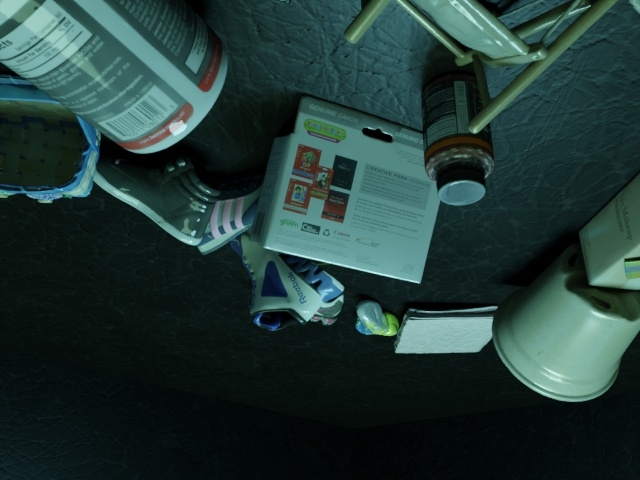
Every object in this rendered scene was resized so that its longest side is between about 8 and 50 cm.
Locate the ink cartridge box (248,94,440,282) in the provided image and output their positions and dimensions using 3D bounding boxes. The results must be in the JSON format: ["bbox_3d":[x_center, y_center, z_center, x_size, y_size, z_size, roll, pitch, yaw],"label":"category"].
[{"bbox_3d":[0.057,-0.089,1.049,0.310,0.271,0.130,14,-179,-19],"label":"ink cartridge box"}]

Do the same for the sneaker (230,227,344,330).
[{"bbox_3d":[-0.119,0.096,1.286,0.316,0.182,0.127,30,166,34],"label":"sneaker"}]

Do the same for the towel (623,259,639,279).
[{"bbox_3d":[0.641,0.056,1.134,0.060,0.009,0.083,-11,147,29],"label":"towel"}]

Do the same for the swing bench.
[{"bbox_3d":[0.200,-0.298,0.663,0.253,0.165,0.255,26,139,-35],"label":"swing bench"}]

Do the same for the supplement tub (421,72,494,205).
[{"bbox_3d":[0.213,-0.155,0.884,0.106,0.197,0.106,2,153,1],"label":"supplement tub"}]

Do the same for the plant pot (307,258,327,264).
[{"bbox_3d":[0.000,0.000,1.306,0.135,0.095,0.134,2,152,1],"label":"plant pot"}]

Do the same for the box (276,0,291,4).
[{"bbox_3d":[-0.070,-0.349,0.737,0.084,0.018,0.067,11,151,-14],"label":"box"}]

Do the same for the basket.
[{"bbox_3d":[-0.481,-0.175,0.912,0.255,0.200,0.289,6,162,-3],"label":"basket"}]

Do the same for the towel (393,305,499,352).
[{"bbox_3d":[0.411,0.293,1.842,0.317,0.053,0.331,-1,152,-2],"label":"towel"}]

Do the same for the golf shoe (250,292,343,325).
[{"bbox_3d":[-0.066,0.170,1.656,0.273,0.105,0.120,6,137,-18],"label":"golf shoe"}]

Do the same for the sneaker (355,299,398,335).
[{"bbox_3d":[0.146,0.254,1.777,0.126,0.091,0.240,-13,149,29],"label":"sneaker"}]

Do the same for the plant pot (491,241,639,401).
[{"bbox_3d":[0.631,0.175,1.378,0.334,0.333,0.305,5,142,-3],"label":"plant pot"}]

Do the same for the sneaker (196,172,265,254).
[{"bbox_3d":[-0.185,-0.085,1.167,0.319,0.112,0.131,-31,109,31],"label":"sneaker"}]

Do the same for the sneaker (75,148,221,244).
[{"bbox_3d":[-0.324,-0.131,1.108,0.296,0.104,0.146,35,102,-7],"label":"sneaker"}]

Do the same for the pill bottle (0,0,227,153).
[{"bbox_3d":[-0.301,-0.283,0.684,0.210,0.210,0.363,-13,147,28],"label":"pill bottle"}]

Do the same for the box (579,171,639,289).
[{"bbox_3d":[0.660,-0.028,1.137,0.121,0.147,0.311,5,150,-3],"label":"box"}]
